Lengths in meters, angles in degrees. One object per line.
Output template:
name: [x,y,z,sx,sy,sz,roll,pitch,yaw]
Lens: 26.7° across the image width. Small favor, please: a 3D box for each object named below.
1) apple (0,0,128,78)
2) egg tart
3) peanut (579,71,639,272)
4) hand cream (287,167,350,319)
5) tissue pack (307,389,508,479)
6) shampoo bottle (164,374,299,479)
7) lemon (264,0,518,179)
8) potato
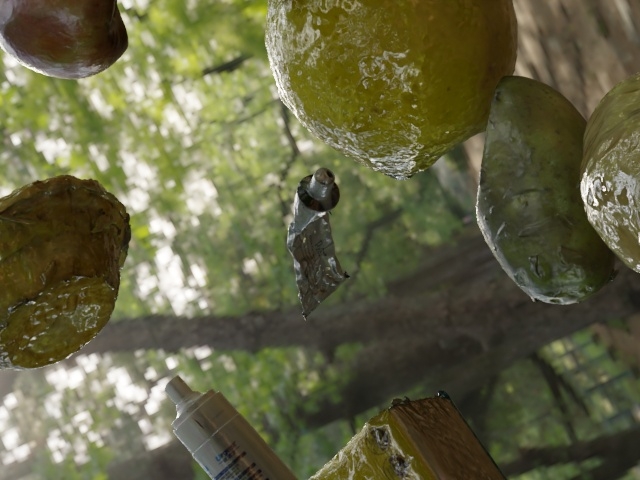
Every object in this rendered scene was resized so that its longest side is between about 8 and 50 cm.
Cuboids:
apple: [-0.298,-0.270,1.540,0.173,0.160,0.195,39,159,20]
egg tart: [-0.320,0.058,1.511,0.116,0.295,0.295,48,178,25]
peanut: [0.342,-0.066,1.262,0.169,0.192,0.387,60,-160,-12]
hand cream: [-0.003,-0.002,1.627,0.050,0.084,0.257,35,153,22]
tissue pack: [0.128,0.332,1.534,0.134,0.192,0.271,-13,-119,-48]
shampoo bottle: [-0.109,0.309,1.862,0.303,0.092,0.092,48,-176,6]
lemon: [0.096,-0.268,1.839,0.350,0.350,0.387,-105,11,-62]
potato: [0.277,-0.063,1.686,0.141,0.176,0.298,-9,-95,-74]
